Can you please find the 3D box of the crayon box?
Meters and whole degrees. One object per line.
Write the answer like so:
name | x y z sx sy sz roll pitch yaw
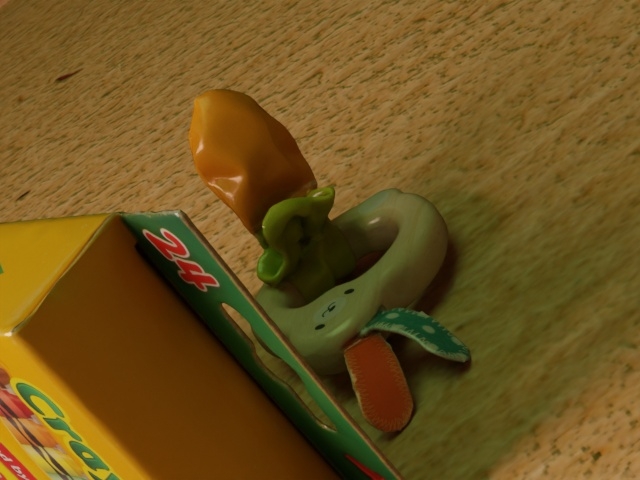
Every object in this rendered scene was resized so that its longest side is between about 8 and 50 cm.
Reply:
crayon box | -0.116 0.084 0.883 0.318 0.202 0.081 -5 41 53

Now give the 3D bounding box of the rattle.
rattle | 0.000 0.000 0.957 0.130 0.143 0.200 -15 21 7
